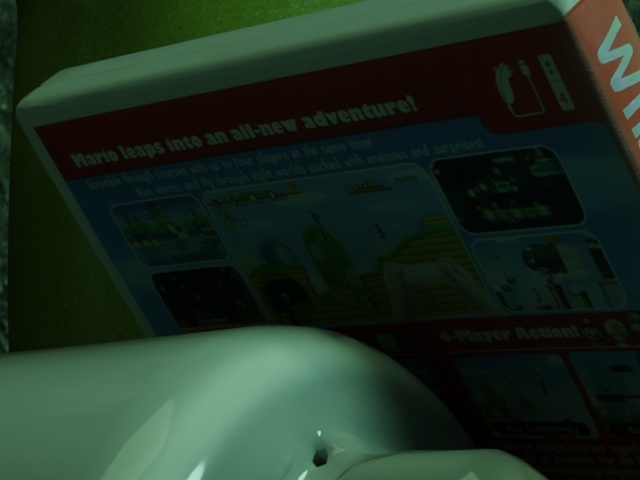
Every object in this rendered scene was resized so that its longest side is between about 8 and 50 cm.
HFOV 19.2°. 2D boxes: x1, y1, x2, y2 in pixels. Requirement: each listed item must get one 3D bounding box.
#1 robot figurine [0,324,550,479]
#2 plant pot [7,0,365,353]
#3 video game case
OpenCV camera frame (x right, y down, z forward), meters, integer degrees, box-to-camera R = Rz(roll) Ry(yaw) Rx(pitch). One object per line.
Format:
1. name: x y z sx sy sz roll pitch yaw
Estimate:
1. robot figurine: -0.081 0.129 0.498 0.353 0.200 0.300 -8 -31 35
2. plant pot: 0.000 0.000 0.899 0.366 0.353 0.366 -12 5 1
3. video game case: 0.049 0.065 0.531 0.204 0.285 0.025 -6 31 46
